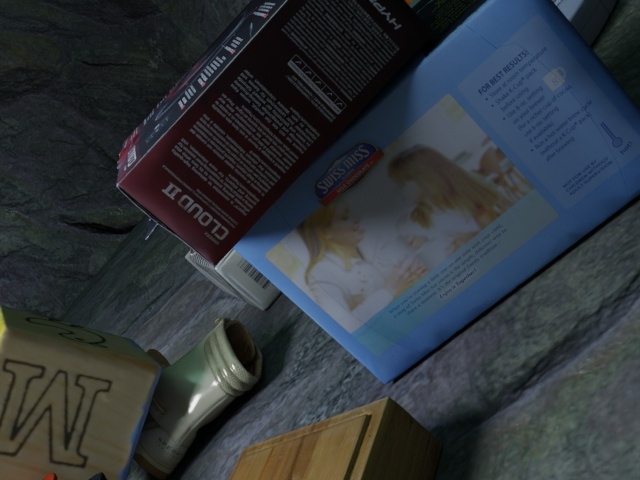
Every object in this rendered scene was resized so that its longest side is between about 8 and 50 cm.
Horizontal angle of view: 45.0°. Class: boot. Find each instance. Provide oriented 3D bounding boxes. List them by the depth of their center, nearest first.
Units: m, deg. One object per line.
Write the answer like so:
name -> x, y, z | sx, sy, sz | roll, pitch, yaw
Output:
boot -> -0.181, 0.183, 1.087 | 0.203, 0.095, 0.262 | -46, 23, 6

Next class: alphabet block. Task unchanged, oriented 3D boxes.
alphabet block -> -0.344, 0.210, 0.994 | 0.192, 0.197, 0.194 | 6, 78, 64

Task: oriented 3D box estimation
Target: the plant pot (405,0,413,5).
plant pot -> 0.096, -0.338, 1.373 | 0.291, 0.291, 0.203 | -43, 1, 10

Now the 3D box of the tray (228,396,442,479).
tray -> -0.057, 0.313, 0.543 | 0.202, 0.076, 0.411 | -30, 22, 41

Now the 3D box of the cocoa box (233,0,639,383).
cocoa box -> 0.111, -0.079, 0.766 | 0.347, 0.231, 0.228 | -41, 19, 18

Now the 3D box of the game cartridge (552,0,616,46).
game cartridge -> 0.278, -0.245, 1.064 | 0.297, 0.062, 0.198 | -51, 22, -16

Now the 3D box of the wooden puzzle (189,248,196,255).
wooden puzzle -> -0.196, -0.005, 1.337 | 0.078, 0.014, 0.116 | -39, 19, 13

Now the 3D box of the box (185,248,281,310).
box -> -0.141, 0.037, 1.318 | 0.094, 0.113, 0.275 | -51, 16, -11

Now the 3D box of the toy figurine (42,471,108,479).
toy figurine -> -0.263, 0.365, 0.816 | 0.209, 0.148, 0.213 | -21, 27, 43

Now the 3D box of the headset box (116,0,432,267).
headset box -> -0.067, -0.122, 0.701 | 0.293, 0.110, 0.218 | -47, 20, 3
